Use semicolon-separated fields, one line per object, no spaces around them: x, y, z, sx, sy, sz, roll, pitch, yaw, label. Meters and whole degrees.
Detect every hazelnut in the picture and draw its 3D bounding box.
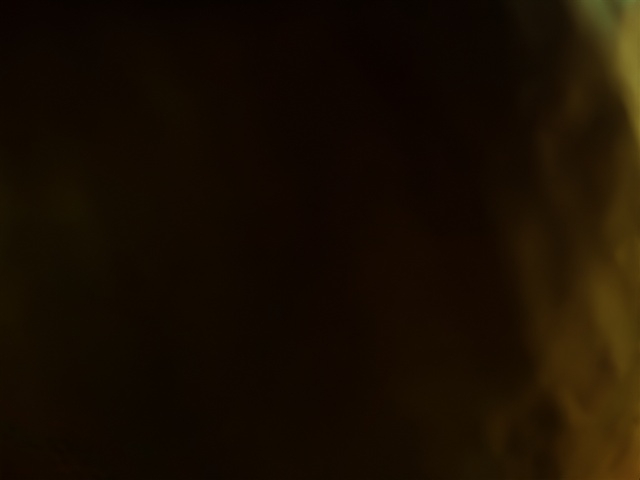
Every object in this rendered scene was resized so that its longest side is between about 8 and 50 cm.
-0.003;-0.008;0.625;0.366;0.366;0.366;46;-13;14;hazelnut
